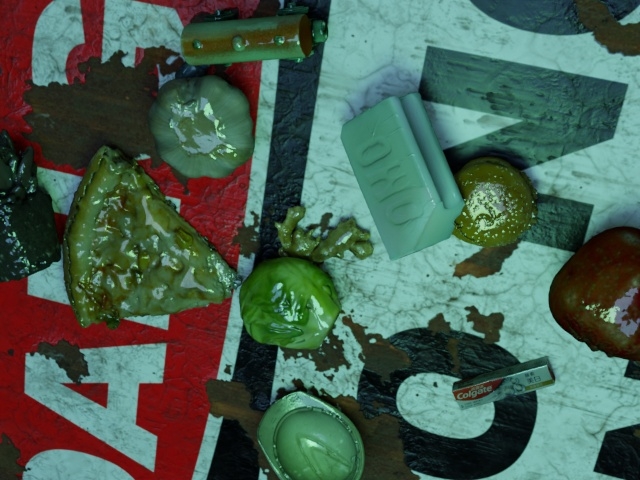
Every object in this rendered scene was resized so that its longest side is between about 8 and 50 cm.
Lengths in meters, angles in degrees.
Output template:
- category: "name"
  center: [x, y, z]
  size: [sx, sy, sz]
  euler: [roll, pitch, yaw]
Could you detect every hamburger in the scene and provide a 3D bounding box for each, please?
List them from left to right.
- category: "hamburger"
  center: [0.338, -0.069, 1.791]
  size: [0.191, 0.118, 0.181]
  euler: [23, 117, 0]

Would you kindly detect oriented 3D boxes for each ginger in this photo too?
- category: "ginger"
  center: [0.000, 0.000, 1.937]
  size: [0.193, 0.052, 0.176]
  euler: [45, 116, -2]

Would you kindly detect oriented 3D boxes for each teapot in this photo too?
- category: "teapot"
  center: [-0.265, -0.357, 1.876]
  size: [0.049, 0.063, 0.083]
  euler: [30, 116, -33]

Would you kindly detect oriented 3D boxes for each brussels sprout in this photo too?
- category: "brussels sprout"
  center: [-0.066, 0.132, 1.940]
  size: [0.223, 0.161, 0.223]
  euler: [2, 111, 5]

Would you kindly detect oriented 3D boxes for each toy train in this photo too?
- category: "toy train"
  center: [-0.134, -0.393, 1.754]
  size: [0.286, 0.177, 0.116]
  euler: [0, 109, 15]

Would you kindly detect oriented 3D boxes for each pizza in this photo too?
- category: "pizza"
  center: [-0.450, 0.051, 2.053]
  size: [0.392, 0.080, 0.435]
  euler: [-39, 95, 23]

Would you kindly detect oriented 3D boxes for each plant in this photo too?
- category: "plant"
  center: [-0.697, -0.077, 2.009]
  size: [0.194, 0.181, 0.320]
  euler: [-12, 107, 25]

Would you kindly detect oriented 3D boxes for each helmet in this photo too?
- category: "helmet"
  center: [-0.018, 0.476, 2.074]
  size: [0.204, 0.137, 0.257]
  euler: [-42, 77, -12]

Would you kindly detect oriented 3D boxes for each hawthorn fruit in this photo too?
- category: "hawthorn fruit"
  center: [0.597, 0.079, 1.735]
  size: [0.254, 0.254, 0.300]
  euler: [36, 87, -1]

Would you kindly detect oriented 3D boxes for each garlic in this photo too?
- category: "garlic"
  center: [-0.241, -0.234, 1.851]
  size: [0.228, 0.152, 0.227]
  euler: [4, 117, 8]

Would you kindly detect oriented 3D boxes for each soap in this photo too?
- category: "soap"
  center: [0.161, -0.123, 1.759]
  size: [0.173, 0.095, 0.289]
  euler: [-25, 86, 46]

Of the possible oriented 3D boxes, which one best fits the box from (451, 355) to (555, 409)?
- category: "box"
  center: [0.395, 0.310, 1.957]
  size: [0.218, 0.039, 0.055]
  euler: [-19, 105, 20]
